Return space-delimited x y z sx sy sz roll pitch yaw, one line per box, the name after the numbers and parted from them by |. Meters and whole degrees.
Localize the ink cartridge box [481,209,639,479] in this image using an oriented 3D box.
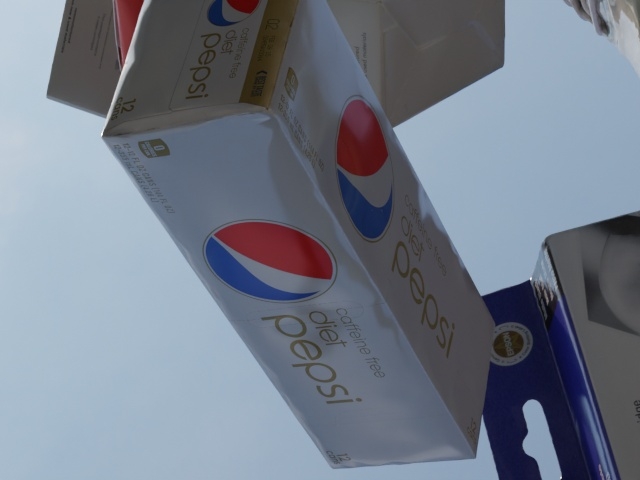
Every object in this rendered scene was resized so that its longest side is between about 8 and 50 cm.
0.197 0.079 0.973 0.224 0.045 0.223 -17 -128 6 | ink cartridge box

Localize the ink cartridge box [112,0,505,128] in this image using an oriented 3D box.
-0.024 -0.135 1.032 0.231 0.078 0.134 14 -151 33 | ink cartridge box

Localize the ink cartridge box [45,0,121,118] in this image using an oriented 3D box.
-0.100 -0.148 1.406 0.176 0.127 0.128 21 -166 22 | ink cartridge box

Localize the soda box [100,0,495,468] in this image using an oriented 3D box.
0.000 0.000 0.689 0.069 0.216 0.074 -8 -132 24 | soda box

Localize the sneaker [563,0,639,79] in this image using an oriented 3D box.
0.197 -0.199 1.266 0.118 0.110 0.292 -12 -133 1 | sneaker
